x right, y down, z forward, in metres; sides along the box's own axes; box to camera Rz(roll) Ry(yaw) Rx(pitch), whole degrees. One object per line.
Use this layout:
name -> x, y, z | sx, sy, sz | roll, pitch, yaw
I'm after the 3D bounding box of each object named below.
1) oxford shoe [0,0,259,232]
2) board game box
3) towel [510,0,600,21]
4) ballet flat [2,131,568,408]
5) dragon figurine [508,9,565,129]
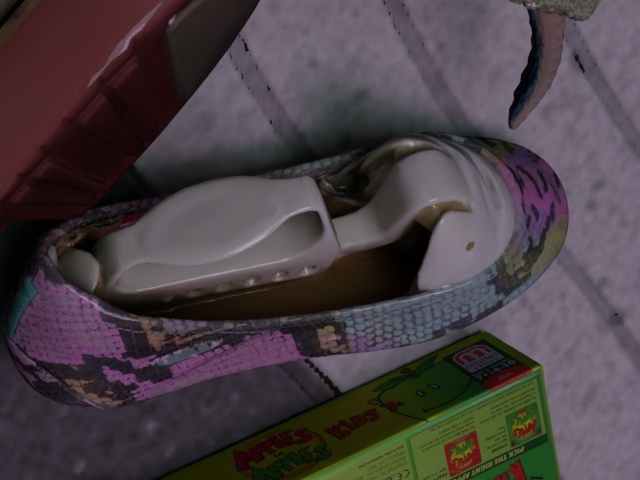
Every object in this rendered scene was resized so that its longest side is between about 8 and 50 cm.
oxford shoe -> -0.176, -0.002, 0.542 | 0.348, 0.123, 0.130 | -44, 84, 0
board game box -> 0.006, 0.114, 0.703 | 0.181, 0.043, 0.092 | -23, 117, -21
towel -> 0.059, -0.123, 0.529 | 0.148, 0.027, 0.110 | 14, 105, -51
ballet flat -> 0.000, 0.000, 0.634 | 0.221, 0.077, 0.079 | -14, 155, -21
dragon figurine -> -0.007, -0.150, 0.579 | 0.085, 0.144, 0.289 | -55, 143, -4
